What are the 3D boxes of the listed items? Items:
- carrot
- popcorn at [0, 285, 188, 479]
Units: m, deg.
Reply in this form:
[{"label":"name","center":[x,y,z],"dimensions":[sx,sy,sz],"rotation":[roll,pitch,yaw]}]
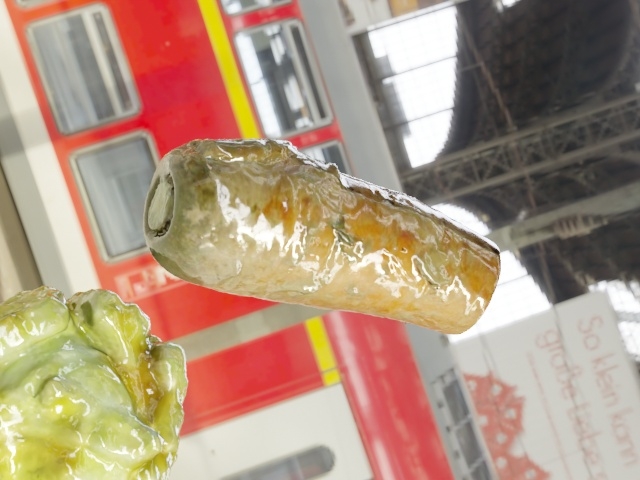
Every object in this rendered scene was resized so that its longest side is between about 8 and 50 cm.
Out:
[{"label":"carrot","center":[0.000,0.000,0.852],"dimensions":[0.139,0.301,0.139],"rotation":[-47,-148,42]},{"label":"popcorn","center":[-0.284,0.207,1.001],"dimensions":[0.279,0.335,0.274],"rotation":[43,-21,-29]}]
